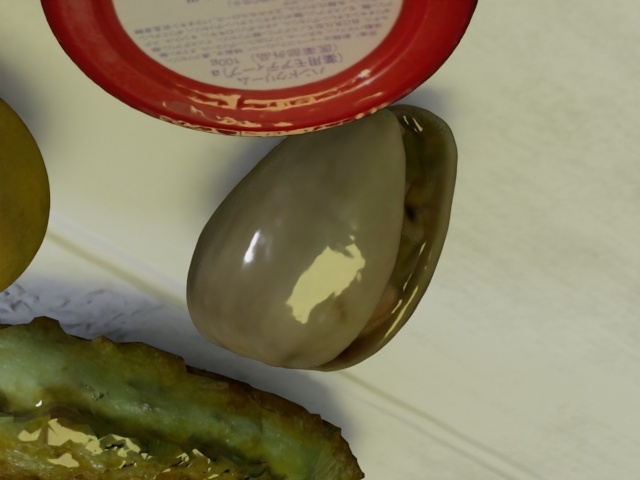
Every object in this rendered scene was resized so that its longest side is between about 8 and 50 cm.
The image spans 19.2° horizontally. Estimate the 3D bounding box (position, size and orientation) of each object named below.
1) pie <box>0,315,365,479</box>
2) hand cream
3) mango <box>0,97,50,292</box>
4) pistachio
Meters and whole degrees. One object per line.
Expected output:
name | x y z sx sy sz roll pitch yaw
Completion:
pie | -0.146 0.152 1.186 0.355 0.103 0.288 16 144 -23
hand cream | -0.026 -0.146 0.805 0.193 0.125 0.193 -2 143 -2
mango | -0.226 -0.043 0.949 0.137 0.098 0.195 -32 121 31
pistachio | 0.000 0.000 1.001 0.124 0.124 0.185 23 119 -27
